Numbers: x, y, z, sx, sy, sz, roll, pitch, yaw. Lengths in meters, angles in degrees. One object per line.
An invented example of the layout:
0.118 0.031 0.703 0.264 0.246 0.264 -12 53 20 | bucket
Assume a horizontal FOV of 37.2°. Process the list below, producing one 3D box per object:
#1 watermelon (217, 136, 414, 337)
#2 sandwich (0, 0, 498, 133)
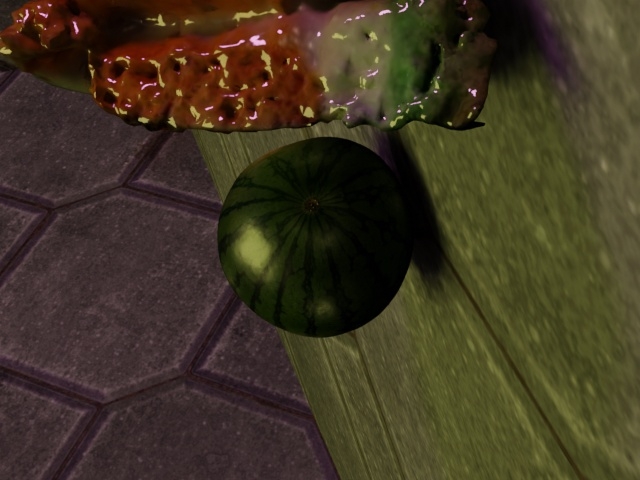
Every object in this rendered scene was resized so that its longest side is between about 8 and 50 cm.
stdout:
0.000 0.000 0.689 0.187 0.141 0.140 60 -171 -78 | watermelon
-0.037 -0.119 0.480 0.292 0.212 0.109 -89 -3 -76 | sandwich
